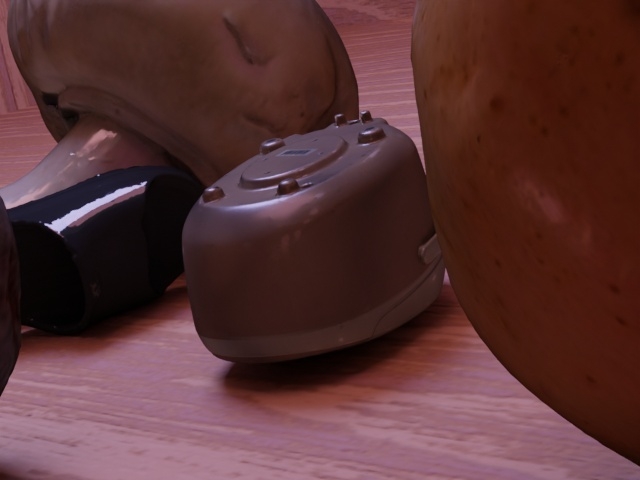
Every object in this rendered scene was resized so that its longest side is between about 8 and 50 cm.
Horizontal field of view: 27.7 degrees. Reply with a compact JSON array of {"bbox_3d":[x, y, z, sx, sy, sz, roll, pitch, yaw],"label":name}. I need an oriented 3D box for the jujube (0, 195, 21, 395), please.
[{"bbox_3d":[-0.304,0.044,0.660,0.308,0.247,0.215,-29,15,-20],"label":"jujube"}]

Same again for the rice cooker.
[{"bbox_3d":[0.000,0.000,0.812,0.145,0.127,0.206,-3,25,33],"label":"rice cooker"}]

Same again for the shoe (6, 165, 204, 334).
[{"bbox_3d":[-0.192,0.026,0.952,0.241,0.108,0.093,-14,33,-12],"label":"shoe"}]

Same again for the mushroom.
[{"bbox_3d":[-0.148,-0.122,1.114,0.356,0.315,0.315,-21,12,13],"label":"mushroom"}]

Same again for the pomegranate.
[{"bbox_3d":[0.198,-0.037,0.440,0.338,0.338,0.338,-12,14,3],"label":"pomegranate"}]
